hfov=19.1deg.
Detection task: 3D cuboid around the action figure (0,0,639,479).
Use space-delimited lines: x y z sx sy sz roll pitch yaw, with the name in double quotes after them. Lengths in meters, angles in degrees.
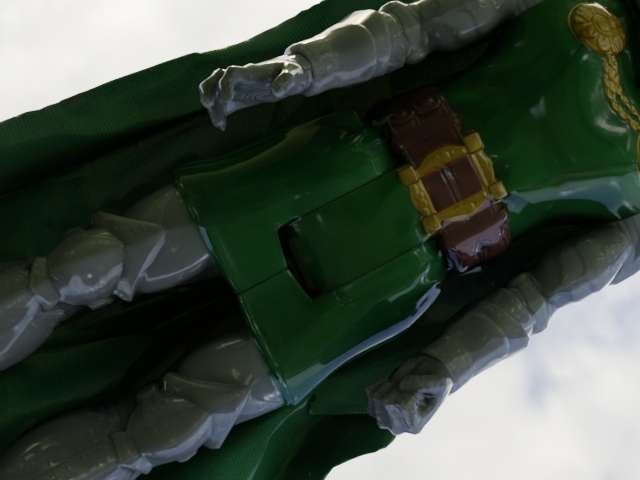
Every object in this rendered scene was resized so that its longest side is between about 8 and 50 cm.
0.000 0.000 0.396 0.232 0.063 0.137 -29 -81 -11 "action figure"
